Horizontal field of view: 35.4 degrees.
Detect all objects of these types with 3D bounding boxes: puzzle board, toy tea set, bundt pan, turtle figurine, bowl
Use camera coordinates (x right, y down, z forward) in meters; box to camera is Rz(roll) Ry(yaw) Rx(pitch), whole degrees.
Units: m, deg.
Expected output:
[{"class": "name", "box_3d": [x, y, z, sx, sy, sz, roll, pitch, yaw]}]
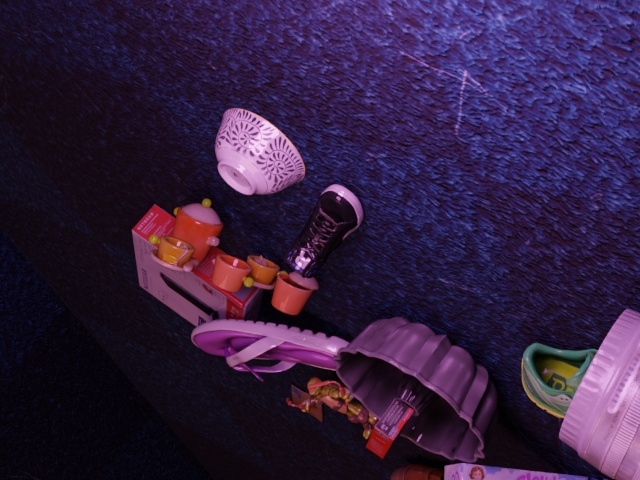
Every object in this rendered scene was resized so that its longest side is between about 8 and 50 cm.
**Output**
[{"class": "puzzle board", "box_3d": [-0.033, 0.423, 2.616, 0.096, 0.011, 0.128, 32, 155, 18]}, {"class": "toy tea set", "box_3d": [-0.157, 0.020, 1.941, 0.336, 0.124, 0.200, 22, -168, -6]}, {"class": "bundt pan", "box_3d": [0.190, 0.263, 1.861, 0.330, 0.124, 0.331, 30, 155, 16]}, {"class": "turtle figurine", "box_3d": [0.043, 0.377, 2.328, 0.217, 0.087, 0.269, 35, 149, -12]}, {"class": "bowl", "box_3d": [-0.116, -0.127, 1.643, 0.170, 0.080, 0.170, 32, 157, 15]}]

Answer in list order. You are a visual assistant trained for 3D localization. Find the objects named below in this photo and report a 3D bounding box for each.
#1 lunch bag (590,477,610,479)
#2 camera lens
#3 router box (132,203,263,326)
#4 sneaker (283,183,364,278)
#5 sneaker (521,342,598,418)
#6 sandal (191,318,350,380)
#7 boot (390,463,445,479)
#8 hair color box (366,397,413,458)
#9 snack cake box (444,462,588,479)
[{"class": "lunch bag", "box_3d": [0.529, 0.475, 1.838, 0.098, 0.065, 0.067, 19, 165, 36]}, {"class": "camera lens", "box_3d": [0.475, 0.236, 1.282, 0.274, 0.219, 0.219, 28, 155, 22]}, {"class": "router box", "box_3d": [-0.278, 0.098, 2.283, 0.301, 0.082, 0.335, 34, 157, 9]}, {"class": "sneaker", "box_3d": [0.000, 0.000, 1.656, 0.079, 0.121, 0.217, 35, 157, 5]}, {"class": "sneaker", "box_3d": [0.422, 0.237, 1.500, 0.295, 0.109, 0.123, 19, 154, 39]}, {"class": "sandal", "box_3d": [-0.117, 0.247, 2.166, 0.416, 0.102, 0.169, 0, 150, 30]}, {"class": "boot", "box_3d": [0.319, 0.640, 2.418, 0.283, 0.109, 0.220, 51, 151, -10]}, {"class": "hair color box", "box_3d": [0.128, 0.352, 1.868, 0.043, 0.072, 0.141, 34, 157, 12]}, {"class": "snack cake box", "box_3d": [0.367, 0.508, 1.880, 0.264, 0.152, 0.089, 9, 161, -14]}]
